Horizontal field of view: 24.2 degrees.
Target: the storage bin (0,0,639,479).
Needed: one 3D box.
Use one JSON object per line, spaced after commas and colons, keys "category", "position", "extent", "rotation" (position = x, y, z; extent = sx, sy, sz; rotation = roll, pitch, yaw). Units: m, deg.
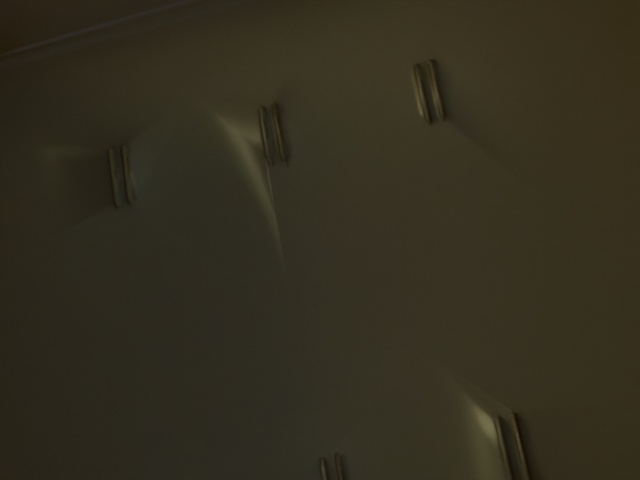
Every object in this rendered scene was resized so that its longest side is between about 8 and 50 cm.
{"category": "storage bin", "position": [-0.016, -0.002, 0.296], "extent": [0.262, 0.123, 0.260], "rotation": [-15, -113, 9]}
